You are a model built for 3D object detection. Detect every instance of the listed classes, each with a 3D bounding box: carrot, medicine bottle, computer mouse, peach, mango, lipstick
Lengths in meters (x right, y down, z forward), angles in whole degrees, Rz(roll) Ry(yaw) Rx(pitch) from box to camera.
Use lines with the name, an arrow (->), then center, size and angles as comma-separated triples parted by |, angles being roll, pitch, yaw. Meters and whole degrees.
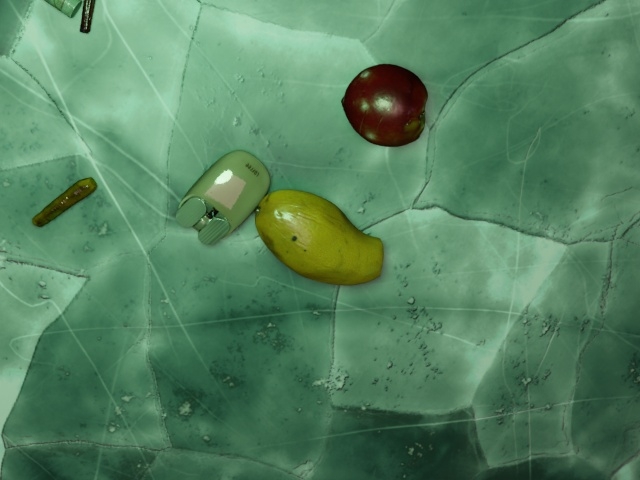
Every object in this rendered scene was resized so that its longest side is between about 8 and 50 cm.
carrot -> -0.588, -0.087, 1.391 | 0.171, 0.042, 0.042 | -35, 109, 7
medicine bottle -> -0.544, -0.505, 1.259 | 0.083, 0.047, 0.047 | 33, 100, -17
computer mouse -> -0.224, -0.101, 1.418 | 0.236, 0.082, 0.145 | -44, 109, 5
peach -> 0.141, -0.303, 1.363 | 0.198, 0.197, 0.197 | -3, 108, -8
mango -> -0.001, 0.004, 1.453 | 0.359, 0.144, 0.187 | 36, 94, -22
lipstick -> -0.481, -0.524, 1.274 | 0.027, 0.027, 0.176 | 12, 106, -12
